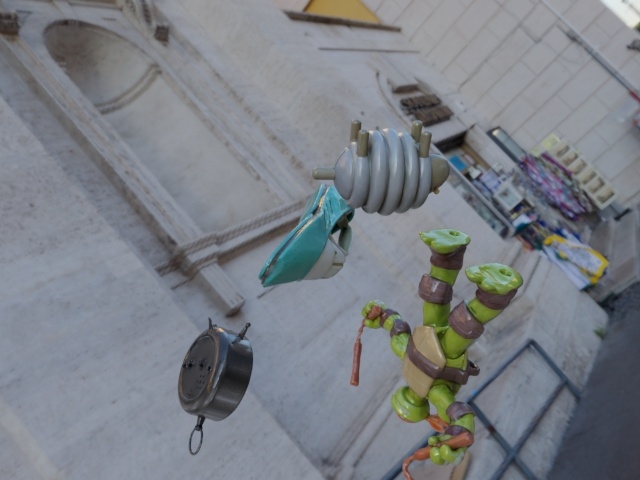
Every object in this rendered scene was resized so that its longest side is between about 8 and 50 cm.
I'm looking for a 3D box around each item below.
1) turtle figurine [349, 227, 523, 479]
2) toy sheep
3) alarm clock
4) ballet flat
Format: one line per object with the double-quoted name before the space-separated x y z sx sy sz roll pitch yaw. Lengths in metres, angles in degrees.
"turtle figurine" 0.119 0.113 0.545 0.269 0.087 0.217 -116 38 -57
"toy sheep" 0.058 -0.066 0.528 0.132 0.091 0.091 1 -16 -6
"alarm clock" -0.161 0.209 0.811 0.129 0.064 0.192 -14 59 50
"ballet flat" 0.000 0.000 0.736 0.083 0.087 0.247 -52 4 31
